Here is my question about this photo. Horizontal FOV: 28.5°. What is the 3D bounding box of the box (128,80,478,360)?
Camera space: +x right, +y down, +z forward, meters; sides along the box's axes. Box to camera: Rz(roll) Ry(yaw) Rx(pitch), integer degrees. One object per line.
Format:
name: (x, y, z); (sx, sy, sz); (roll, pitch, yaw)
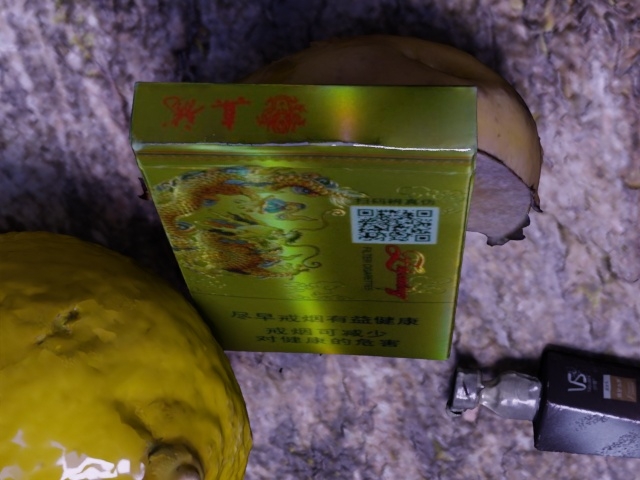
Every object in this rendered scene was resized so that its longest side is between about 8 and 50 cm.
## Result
box: (0.000, 0.000, 0.751); (0.172, 0.043, 0.311); (1, 156, 4)

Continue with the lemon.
lemon: (-0.181, 0.124, 0.799); (0.321, 0.268, 0.268); (7, 122, 33)

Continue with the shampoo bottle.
shampoo bottle: (0.194, 0.119, 0.888); (0.207, 0.057, 0.064); (8, 126, 3)

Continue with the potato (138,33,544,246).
potato: (0.018, -0.074, 0.749); (0.243, 0.098, 0.138); (6, 157, -8)
